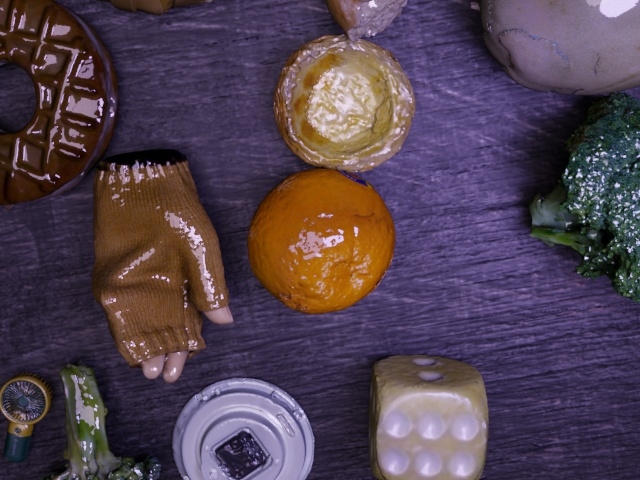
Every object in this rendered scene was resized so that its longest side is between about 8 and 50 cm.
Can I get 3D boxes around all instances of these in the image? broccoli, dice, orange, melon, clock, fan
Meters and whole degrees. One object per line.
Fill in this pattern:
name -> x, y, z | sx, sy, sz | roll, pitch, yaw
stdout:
broccoli -> 0.428, -0.059, 1.177 | 0.275, 0.308, 0.308 | -8, 102, 38
dice -> 0.161, 0.277, 1.273 | 0.169, 0.169, 0.166 | 1, 100, 0
orange -> 0.000, 0.000, 1.213 | 0.219, 0.193, 0.219 | -19, 118, -39
broccoli -> -0.371, 0.348, 1.331 | 0.198, 0.177, 0.275 | -47, 64, 40
melon -> 0.371, -0.333, 1.120 | 0.330, 0.268, 0.268 | -8, 99, 10
clock -> -0.127, 0.342, 1.348 | 0.236, 0.053, 0.236 | 0, 100, -1
fan -> -0.487, 0.289, 1.349 | 0.082, 0.039, 0.155 | 15, 101, -3

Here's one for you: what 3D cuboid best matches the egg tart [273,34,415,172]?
egg tart -> 0.033, -0.203, 1.234 | 0.213, 0.090, 0.212 | 0, 101, 0

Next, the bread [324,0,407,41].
bread -> 0.123, -0.443, 1.149 | 0.314, 0.171, 0.192 | -31, 81, -4

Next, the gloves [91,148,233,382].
gloves -> -0.243, 0.036, 1.245 | 0.203, 0.155, 0.356 | -7, 84, -5

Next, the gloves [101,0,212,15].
gloves -> -0.252, -0.395, 1.177 | 0.331, 0.154, 0.141 | -3, 98, -6

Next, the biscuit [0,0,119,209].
biscuit -> -0.464, -0.215, 1.232 | 0.332, 0.103, 0.332 | 0, 100, 1
